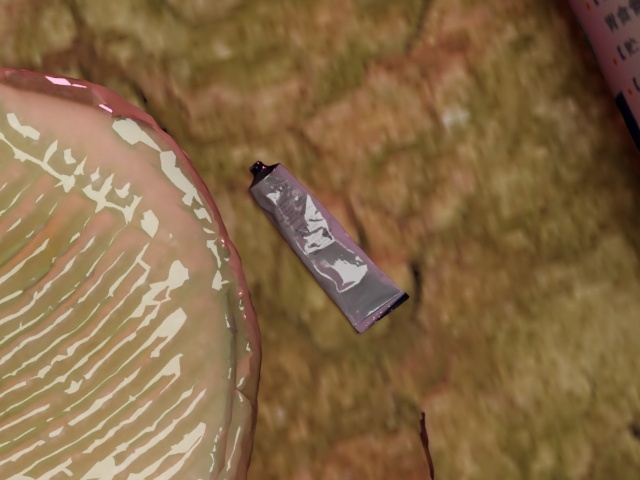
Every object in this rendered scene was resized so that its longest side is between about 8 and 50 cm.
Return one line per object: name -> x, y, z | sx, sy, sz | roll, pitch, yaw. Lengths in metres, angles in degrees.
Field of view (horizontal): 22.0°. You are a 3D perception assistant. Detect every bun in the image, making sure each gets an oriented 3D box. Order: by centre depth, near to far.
bun -> -0.153, 0.060, 0.652 | 0.259, 0.152, 0.259 | 2, 79, -12

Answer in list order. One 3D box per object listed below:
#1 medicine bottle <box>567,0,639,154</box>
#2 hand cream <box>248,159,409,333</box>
medicine bottle -> 0.186, -0.126, 0.738 | 0.152, 0.152, 0.254 | -23, 84, -12
hand cream -> 0.000, 0.000, 0.759 | 0.030, 0.019, 0.093 | -41, 96, -15
